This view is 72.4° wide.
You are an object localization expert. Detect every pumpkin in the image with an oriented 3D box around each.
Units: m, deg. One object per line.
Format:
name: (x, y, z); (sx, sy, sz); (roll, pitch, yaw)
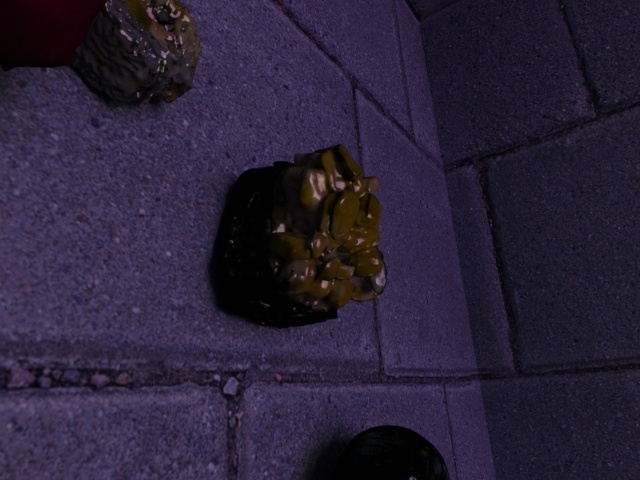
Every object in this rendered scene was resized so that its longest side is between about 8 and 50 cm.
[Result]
pumpkin: (0.119, 0.514, 0.840); (0.315, 0.238, 0.316); (2, 90, -65)

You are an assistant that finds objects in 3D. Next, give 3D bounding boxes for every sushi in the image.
sushi: (-0.303, -0.333, 0.658); (0.274, 0.139, 0.184); (49, 37, -28)
sushi: (0.000, 0.000, 0.834); (0.328, 0.285, 0.328); (42, 44, -41)

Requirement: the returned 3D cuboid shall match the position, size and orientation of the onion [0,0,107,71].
onion: (-0.331, -0.377, 0.339); (0.398, 0.420, 0.398); (31, 14, -9)
